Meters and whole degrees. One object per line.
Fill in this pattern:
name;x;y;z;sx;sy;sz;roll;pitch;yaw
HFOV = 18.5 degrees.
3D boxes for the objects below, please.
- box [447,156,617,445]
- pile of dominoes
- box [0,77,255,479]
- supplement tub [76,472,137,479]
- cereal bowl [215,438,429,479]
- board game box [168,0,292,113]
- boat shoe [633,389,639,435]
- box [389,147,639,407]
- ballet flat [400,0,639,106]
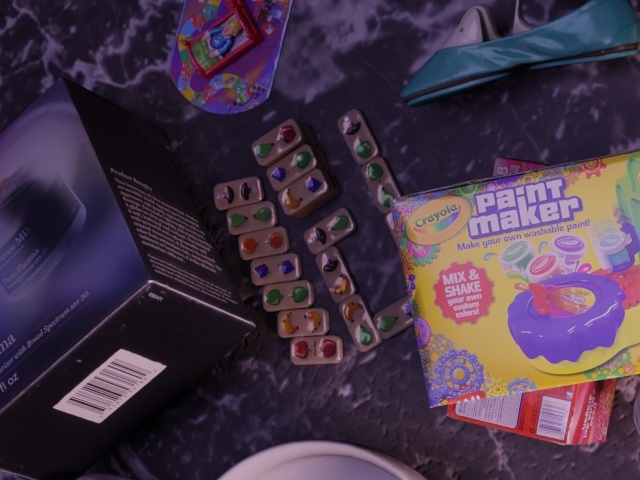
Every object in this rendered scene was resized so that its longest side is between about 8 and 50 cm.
box;0.220;0.058;1.875;0.128;0.122;0.257;11;91;26
pile of dominoes;0.000;0.000;2.040;0.196;0.040;0.251;-32;72;21
box;-0.272;0.046;2.059;0.296;0.183;0.294;-41;52;18
supplement tub;-0.219;0.359;2.061;0.144;0.144;0.200;21;96;27
cereal bowl;0.020;0.364;1.941;0.339;0.141;0.339;-2;85;27
board game box;-0.106;-0.222;2.116;0.133;0.033;0.169;15;92;27
boat shoe;0.425;0.096;1.781;0.306;0.105;0.113;-41;65;11
box;0.247;0.017;1.642;0.290;0.279;0.177;-11;89;21
ballet flat;0.190;-0.198;1.935;0.247;0.083;0.087;-13;92;19
